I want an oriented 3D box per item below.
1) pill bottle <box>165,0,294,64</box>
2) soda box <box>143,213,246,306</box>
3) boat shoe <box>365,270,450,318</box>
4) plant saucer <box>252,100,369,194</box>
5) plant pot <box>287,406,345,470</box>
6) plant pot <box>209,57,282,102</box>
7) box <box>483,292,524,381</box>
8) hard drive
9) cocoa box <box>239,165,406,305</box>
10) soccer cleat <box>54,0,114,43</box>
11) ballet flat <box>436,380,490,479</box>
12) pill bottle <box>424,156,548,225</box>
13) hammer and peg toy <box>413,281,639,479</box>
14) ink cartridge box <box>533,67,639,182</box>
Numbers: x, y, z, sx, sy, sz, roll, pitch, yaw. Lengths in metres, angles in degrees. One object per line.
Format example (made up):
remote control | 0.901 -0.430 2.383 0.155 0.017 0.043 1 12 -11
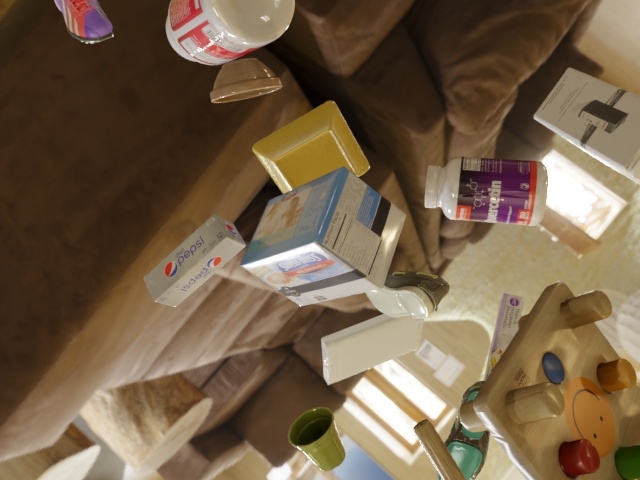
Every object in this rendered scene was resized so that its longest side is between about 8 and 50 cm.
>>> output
pill bottle | -0.254 -0.581 1.583 0.229 0.229 0.408 -47 -155 -19
soda box | -0.352 0.060 1.721 0.286 0.091 0.098 -41 150 11
boat shoe | 0.207 0.127 1.533 0.091 0.109 0.305 -35 -167 -20
plant saucer | -0.020 -0.278 2.193 0.333 0.081 0.332 -29 129 7
plant pot | 0.002 0.328 0.998 0.083 0.079 0.083 -24 -157 11
plant pot | -0.251 -0.525 2.000 0.238 0.109 0.237 -13 -170 2
box | 0.519 0.309 1.761 0.067 0.063 0.323 83 25 -60
hard drive | 0.153 0.298 1.784 0.308 0.040 0.203 -18 137 -15
cocoa box | 0.000 0.000 1.592 0.347 0.228 0.231 -18 -136 51
soccer cleat | -0.645 -0.635 1.642 0.109 0.318 0.116 -23 143 -22
ballet flat | 0.231 0.298 0.946 0.070 0.070 0.188 -25 136 -63
pill bottle | 0.462 -0.141 1.735 0.181 0.323 0.181 5 90 -78
hammer and peg toy | 0.279 0.232 0.703 0.361 0.266 0.127 -38 -177 -41
ink cartridge box | 0.535 -0.176 1.065 0.114 0.197 0.273 -58 -153 19
